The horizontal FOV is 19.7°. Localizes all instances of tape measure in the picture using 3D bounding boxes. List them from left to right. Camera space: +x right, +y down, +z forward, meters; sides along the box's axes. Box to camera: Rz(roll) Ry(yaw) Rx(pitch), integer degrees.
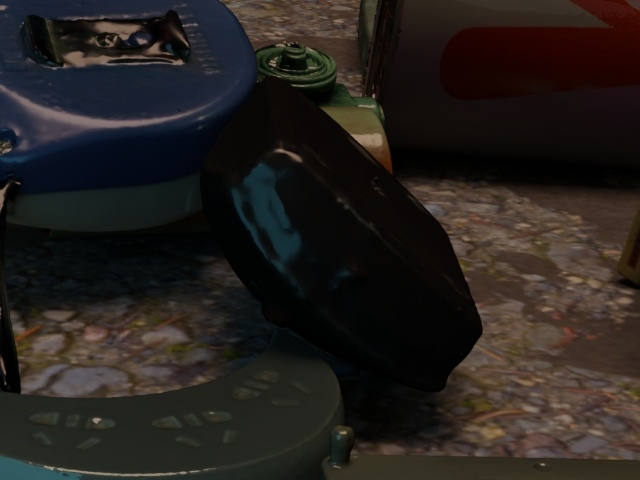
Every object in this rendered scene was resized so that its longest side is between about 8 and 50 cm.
[{"bbox_3d":[-0.132,-0.054,1.135,0.215,0.098,0.351,-5,43,-19],"label":"tape measure"}]

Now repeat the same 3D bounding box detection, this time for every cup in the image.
[{"bbox_3d":[0.186,-0.143,1.489,0.288,0.203,0.203,11,19,-3],"label":"cup"}]

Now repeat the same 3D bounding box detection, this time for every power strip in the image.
[{"bbox_3d":[-0.098,0.100,0.902,0.253,0.054,0.167,-5,20,-28],"label":"power strip"},{"bbox_3d":[0.112,0.138,0.829,0.215,0.061,0.145,1,18,-8],"label":"power strip"}]

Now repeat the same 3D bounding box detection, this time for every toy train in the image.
[{"bbox_3d":[-0.081,-0.062,1.304,0.285,0.116,0.177,-1,31,-16],"label":"toy train"}]

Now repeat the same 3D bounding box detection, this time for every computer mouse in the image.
[{"bbox_3d":[0.000,0.000,1.079,0.170,0.100,0.269,40,9,-10],"label":"computer mouse"}]

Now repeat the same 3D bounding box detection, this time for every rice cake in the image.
[{"bbox_3d":[0.069,-0.185,1.744,0.066,0.063,0.336,1,19,0],"label":"rice cake"}]

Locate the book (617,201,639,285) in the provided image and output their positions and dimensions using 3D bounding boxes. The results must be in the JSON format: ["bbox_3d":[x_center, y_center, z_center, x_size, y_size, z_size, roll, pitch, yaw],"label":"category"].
[{"bbox_3d":[0.291,-0.083,1.249,0.161,0.231,0.026,-12,37,-41],"label":"book"}]
